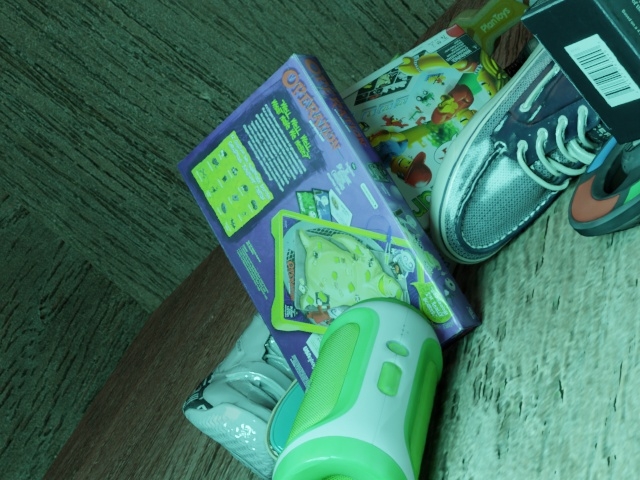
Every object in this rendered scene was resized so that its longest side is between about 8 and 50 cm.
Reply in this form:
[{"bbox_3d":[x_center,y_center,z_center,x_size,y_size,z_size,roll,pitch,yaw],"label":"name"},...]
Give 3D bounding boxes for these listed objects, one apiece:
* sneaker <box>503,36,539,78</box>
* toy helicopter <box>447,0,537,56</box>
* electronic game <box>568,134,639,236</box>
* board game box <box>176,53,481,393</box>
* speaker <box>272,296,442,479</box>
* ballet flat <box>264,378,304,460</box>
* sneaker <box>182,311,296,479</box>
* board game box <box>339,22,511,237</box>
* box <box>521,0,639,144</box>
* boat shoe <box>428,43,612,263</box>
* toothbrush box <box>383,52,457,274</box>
[{"bbox_3d":[0.264,-0.214,1.820,0.089,0.051,0.170,-33,-9,9],"label":"sneaker"},{"bbox_3d":[0.284,-0.372,2.026,0.140,0.235,0.355,-55,10,-32],"label":"toy helicopter"},{"bbox_3d":[0.312,-0.093,1.267,0.229,0.048,0.229,-47,9,10],"label":"electronic game"},{"bbox_3d":[0.000,0.000,1.479,0.208,0.347,0.056,-41,-19,34],"label":"board game box"},{"bbox_3d":[0.039,0.163,1.257,0.131,0.131,0.296,-45,9,24],"label":"speaker"},{"bbox_3d":[0.023,0.162,1.560,0.248,0.086,0.086,-51,9,-25],"label":"ballet flat"},{"bbox_3d":[-0.057,0.162,1.700,0.210,0.137,0.366,-52,5,-5],"label":"sneaker"},{"bbox_3d":[0.111,-0.112,1.602,0.305,0.193,0.053,-34,-17,-28],"label":"board game box"},{"bbox_3d":[0.308,-0.212,1.219,0.207,0.153,0.108,-44,11,-21],"label":"box"},{"bbox_3d":[0.247,-0.108,1.451,0.340,0.127,0.158,-58,24,6],"label":"boat shoe"},{"bbox_3d":[0.095,-0.071,1.745,0.122,0.206,0.283,-41,10,42],"label":"toothbrush box"}]
